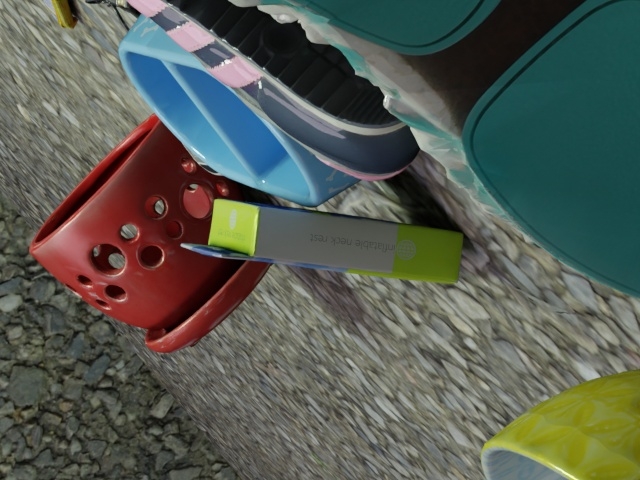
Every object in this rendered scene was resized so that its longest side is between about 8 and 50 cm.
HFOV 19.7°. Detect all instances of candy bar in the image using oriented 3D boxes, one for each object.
[{"bbox_3d":[-0.251,-0.241,1.701,0.040,0.018,0.161,47,169,16],"label":"candy bar"}]

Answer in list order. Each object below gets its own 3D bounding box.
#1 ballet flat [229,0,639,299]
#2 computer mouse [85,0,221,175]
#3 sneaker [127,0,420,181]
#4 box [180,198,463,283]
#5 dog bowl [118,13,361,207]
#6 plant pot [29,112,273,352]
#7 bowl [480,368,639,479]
[{"bbox_3d":[0.066,-0.117,0.750,0.409,0.147,0.147,35,177,-37],"label":"ballet flat"},{"bbox_3d":[-0.121,-0.140,1.540,0.106,0.042,0.193,14,140,60],"label":"computer mouse"},{"bbox_3d":[-0.061,-0.147,1.146,0.319,0.112,0.131,44,164,19],"label":"sneaker"},{"bbox_3d":[0.000,0.000,1.328,0.178,0.042,0.109,7,-179,-20],"label":"box"},{"bbox_3d":[-0.054,-0.107,1.337,0.166,0.074,0.297,53,166,-25],"label":"dog bowl"},{"bbox_3d":[-0.151,-0.001,1.728,0.174,0.191,0.191,46,168,-13],"label":"plant pot"},{"bbox_3d":[0.243,0.162,0.999,0.289,0.156,0.289,44,167,13],"label":"bowl"}]
